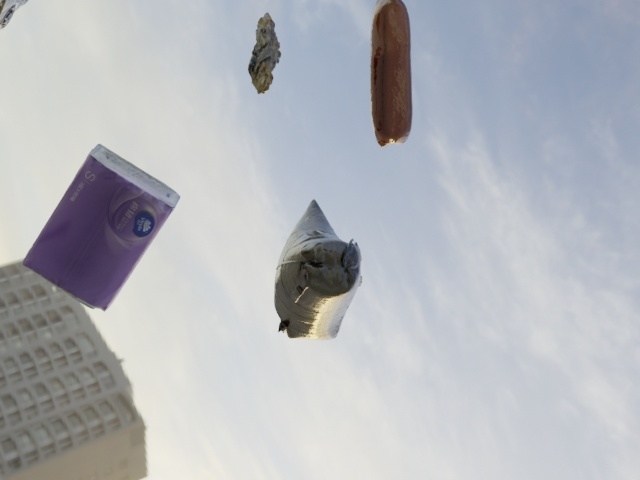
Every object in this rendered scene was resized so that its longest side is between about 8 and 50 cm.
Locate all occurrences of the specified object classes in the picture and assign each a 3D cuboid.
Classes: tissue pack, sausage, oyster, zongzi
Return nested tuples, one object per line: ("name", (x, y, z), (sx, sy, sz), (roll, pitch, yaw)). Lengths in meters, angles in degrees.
("tissue pack", (-0.534, -0.025, 1.791), (0.338, 0.242, 0.160), (-55, -166, 11))
("sausage", (0.140, -0.335, 1.457), (0.089, 0.083, 0.300), (-124, -147, -78))
("oyster", (-0.166, -0.570, 2.232), (0.214, 0.083, 0.223), (-82, 179, -63))
("zongzi", (0.000, 0.000, 1.879), (0.403, 0.207, 0.432), (112, -17, -63))

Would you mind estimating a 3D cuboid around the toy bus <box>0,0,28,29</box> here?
("toy bus", (-0.915, -0.664, 1.913), (0.209, 0.440, 0.249), (34, -49, -16))
